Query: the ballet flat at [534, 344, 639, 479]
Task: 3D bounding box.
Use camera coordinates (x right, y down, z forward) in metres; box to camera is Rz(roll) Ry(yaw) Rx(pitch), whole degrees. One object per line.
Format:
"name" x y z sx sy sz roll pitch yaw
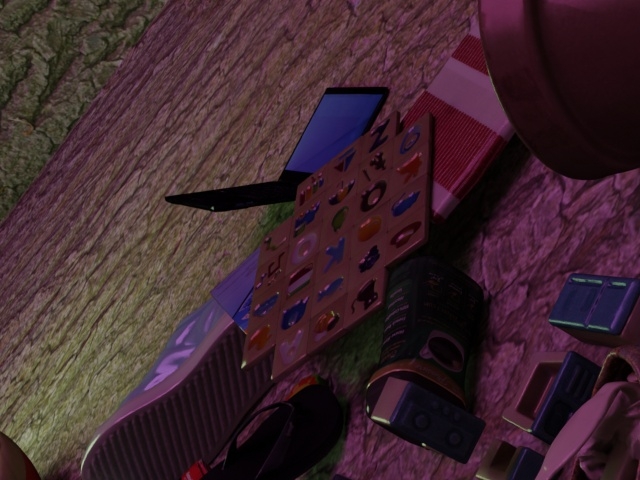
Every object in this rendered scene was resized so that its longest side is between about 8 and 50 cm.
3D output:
"ballet flat" 0.199 0.237 1.374 0.348 0.123 0.123 -65 21 -13

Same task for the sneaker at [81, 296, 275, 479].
"sneaker" -0.161 0.182 2.295 0.366 0.135 0.150 -41 24 16

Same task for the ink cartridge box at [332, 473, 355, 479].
"ink cartridge box" 0.039 0.320 1.713 0.165 0.065 0.333 -64 20 -9

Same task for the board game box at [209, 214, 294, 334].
"board game box" 0.000 0.000 2.151 0.281 0.027 0.145 -42 28 -3

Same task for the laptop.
"laptop" -0.063 -0.127 2.457 0.234 0.264 0.136 -169 72 -69

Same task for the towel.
"towel" 0.194 -0.174 2.015 0.329 0.037 0.237 -53 22 3

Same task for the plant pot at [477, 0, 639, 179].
"plant pot" 0.302 -0.199 1.588 0.229 0.263 0.263 -11 50 43

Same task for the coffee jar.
"coffee jar" 0.103 0.112 1.796 0.079 0.096 0.184 -36 30 43

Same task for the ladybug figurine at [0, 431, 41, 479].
"ladybug figurine" -0.506 0.445 2.680 0.305 0.162 0.449 -59 20 4

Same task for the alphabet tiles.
"alphabet tiles" 0.021 0.001 2.034 0.285 0.011 0.342 -37 28 30

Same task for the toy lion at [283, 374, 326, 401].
"toy lion" -0.023 0.198 2.078 0.096 0.034 0.100 -55 20 -8

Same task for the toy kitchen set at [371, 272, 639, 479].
"toy kitchen set" 0.170 0.102 1.551 0.207 0.166 0.122 -63 20 -9

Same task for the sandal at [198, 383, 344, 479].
"sandal" -0.065 0.231 1.949 0.097 0.054 0.254 8 37 41

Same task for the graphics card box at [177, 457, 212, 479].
"graphics card box" -0.214 0.433 1.996 0.371 0.094 0.233 -44 21 -2
